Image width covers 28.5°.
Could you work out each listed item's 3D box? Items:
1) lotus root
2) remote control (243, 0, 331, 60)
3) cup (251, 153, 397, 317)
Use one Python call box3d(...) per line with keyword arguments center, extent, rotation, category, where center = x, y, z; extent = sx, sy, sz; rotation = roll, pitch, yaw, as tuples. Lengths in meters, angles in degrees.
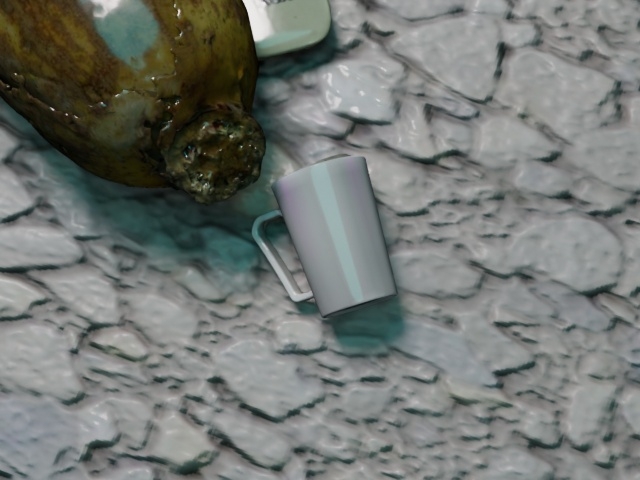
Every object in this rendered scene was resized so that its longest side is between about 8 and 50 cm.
box3d(center=(-0.181, -0.191, 0.945), extent=(0.196, 0.179, 0.397), rotation=(-43, 75, 14), category="lotus root")
box3d(center=(-0.066, -0.292, 1.031), extent=(0.090, 0.038, 0.310), rotation=(-14, 79, -3), category="remote control")
box3d(center=(0.000, 0.000, 0.963), extent=(0.104, 0.074, 0.116), rotation=(-19, 83, 21), category="cup")
